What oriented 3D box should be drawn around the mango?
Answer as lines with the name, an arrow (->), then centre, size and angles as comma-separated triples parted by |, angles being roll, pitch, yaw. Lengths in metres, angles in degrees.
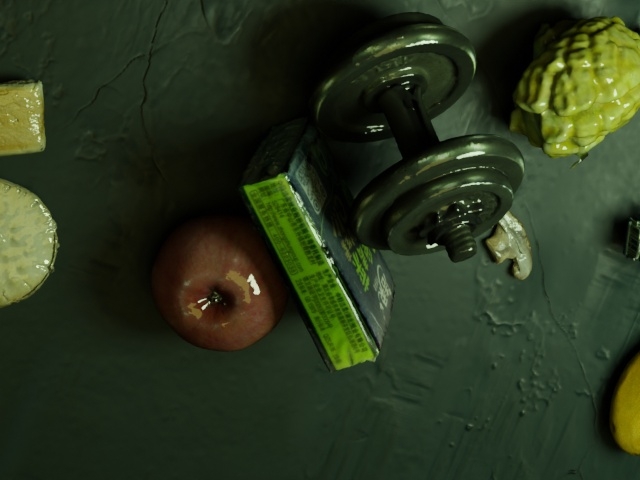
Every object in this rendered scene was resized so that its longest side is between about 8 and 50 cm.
mango -> 0.407, 0.167, 2.100 | 0.098, 0.075, 0.190 | 36, 101, -15

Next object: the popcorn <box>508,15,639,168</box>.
popcorn -> 0.280, -0.160, 1.933 | 0.142, 0.173, 0.173 | 37, 94, -13

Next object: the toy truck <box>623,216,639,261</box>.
toy truck -> 0.451, -0.002, 2.053 | 0.202, 0.088, 0.074 | 1, 104, -15

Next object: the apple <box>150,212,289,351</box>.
apple -> -0.107, 0.047, 1.901 | 0.153, 0.120, 0.153 | 0, 111, 0

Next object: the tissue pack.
tissue pack -> 0.000, 0.000, 1.893 | 0.073, 0.173, 0.235 | -19, 112, 18

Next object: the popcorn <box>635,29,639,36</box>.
popcorn -> 0.369, -0.198, 1.993 | 0.060, 0.068, 0.083 | 16, 141, 5

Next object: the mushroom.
mushroom -> 0.215, 0.001, 2.029 | 0.049, 0.019, 0.101 | -33, 110, -3

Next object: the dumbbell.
dumbbell -> 0.098, -0.105, 1.849 | 0.192, 0.192, 0.290 | -16, 65, -9

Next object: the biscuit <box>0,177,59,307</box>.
biscuit -> -0.353, 0.004, 1.883 | 0.152, 0.020, 0.152 | -4, 106, -13

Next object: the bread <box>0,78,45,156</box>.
bread -> -0.320, -0.128, 1.847 | 0.070, 0.035, 0.083 | -10, 114, -11
